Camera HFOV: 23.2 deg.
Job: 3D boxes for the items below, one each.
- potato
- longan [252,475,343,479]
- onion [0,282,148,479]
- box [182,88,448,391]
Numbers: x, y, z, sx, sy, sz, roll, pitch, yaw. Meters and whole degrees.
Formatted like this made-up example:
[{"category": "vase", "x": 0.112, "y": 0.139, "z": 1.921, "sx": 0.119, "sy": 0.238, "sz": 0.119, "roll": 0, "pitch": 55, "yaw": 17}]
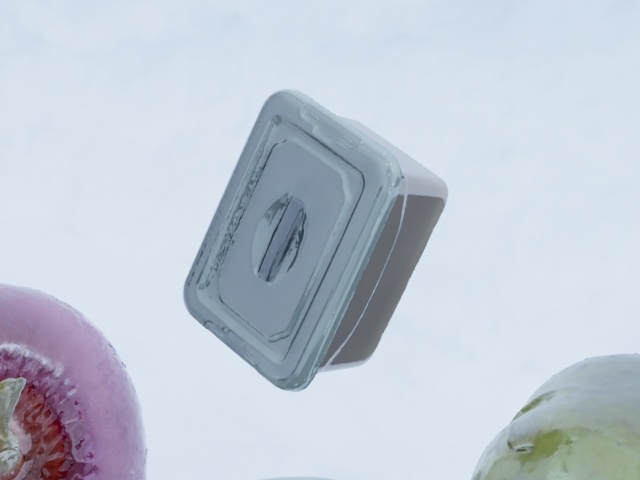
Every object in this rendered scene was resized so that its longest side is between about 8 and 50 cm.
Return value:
[{"category": "potato", "x": 0.178, "y": 0.134, "z": 0.789, "sx": 0.169, "sy": 0.248, "sz": 0.143, "roll": 36, "pitch": 105, "yaw": 30}, {"category": "longan", "x": -0.012, "y": 0.184, "z": 0.650, "sx": 0.185, "sy": 0.204, "sz": 0.159, "roll": 5, "pitch": 104, "yaw": 8}, {"category": "onion", "x": -0.349, "y": 0.225, "z": 1.551, "sx": 0.345, "sy": 0.358, "sz": 0.358, "roll": -93, "pitch": 3, "yaw": -76}, {"category": "box", "x": 0.000, "y": 0.000, "z": 0.724, "sx": 0.089, "sy": 0.062, "sz": 0.122, "roll": 37, "pitch": 112, "yaw": 34}]
